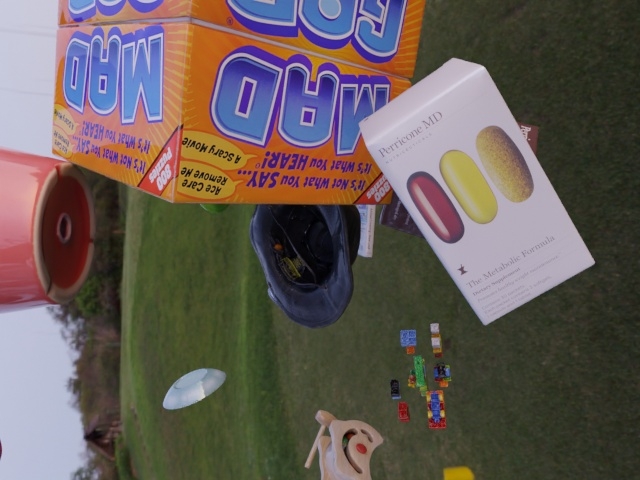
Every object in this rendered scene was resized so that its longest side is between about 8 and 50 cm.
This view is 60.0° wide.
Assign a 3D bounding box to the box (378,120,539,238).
[{"bbox_3d":[0.223,-0.105,0.908,0.167,0.203,0.168,99,-169,-45],"label":"box"}]

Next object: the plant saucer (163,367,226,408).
[{"bbox_3d":[-0.369,0.415,1.600,0.037,0.195,0.195,68,166,-11],"label":"plant saucer"}]

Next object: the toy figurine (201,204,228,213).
[{"bbox_3d":[-0.186,-0.159,1.198,0.130,0.159,0.173,-33,-74,-60],"label":"toy figurine"}]

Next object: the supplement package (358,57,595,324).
[{"bbox_3d":[0.164,-0.057,0.616,0.244,0.139,0.134,53,-167,-17],"label":"supplement package"}]

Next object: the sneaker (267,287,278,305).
[{"bbox_3d":[-0.057,0.145,1.360,0.058,0.152,0.084,-72,16,-10],"label":"sneaker"}]

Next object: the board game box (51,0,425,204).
[{"bbox_3d":[-0.117,-0.257,0.764,0.356,0.356,0.357,19,106,44],"label":"board game box"}]

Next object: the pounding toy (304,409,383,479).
[{"bbox_3d":[0.062,0.555,1.397,0.155,0.154,0.269,-59,17,23],"label":"pounding toy"}]

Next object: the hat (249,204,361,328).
[{"bbox_3d":[0.000,0.000,1.053,0.331,0.134,0.331,27,125,46],"label":"hat"}]

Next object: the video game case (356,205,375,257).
[{"bbox_3d":[0.104,-0.063,1.430,0.212,0.023,0.193,-157,70,-79],"label":"video game case"}]

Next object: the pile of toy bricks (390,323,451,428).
[{"bbox_3d":[0.209,0.285,1.136,0.105,0.118,0.212,62,-155,-54],"label":"pile of toy bricks"}]

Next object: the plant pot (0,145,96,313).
[{"bbox_3d":[-0.459,-0.016,0.750,0.275,0.243,0.275,-178,90,-89],"label":"plant pot"}]

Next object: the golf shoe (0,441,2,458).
[{"bbox_3d":[-0.562,0.223,0.714,0.306,0.140,0.115,52,-159,-26],"label":"golf shoe"}]
